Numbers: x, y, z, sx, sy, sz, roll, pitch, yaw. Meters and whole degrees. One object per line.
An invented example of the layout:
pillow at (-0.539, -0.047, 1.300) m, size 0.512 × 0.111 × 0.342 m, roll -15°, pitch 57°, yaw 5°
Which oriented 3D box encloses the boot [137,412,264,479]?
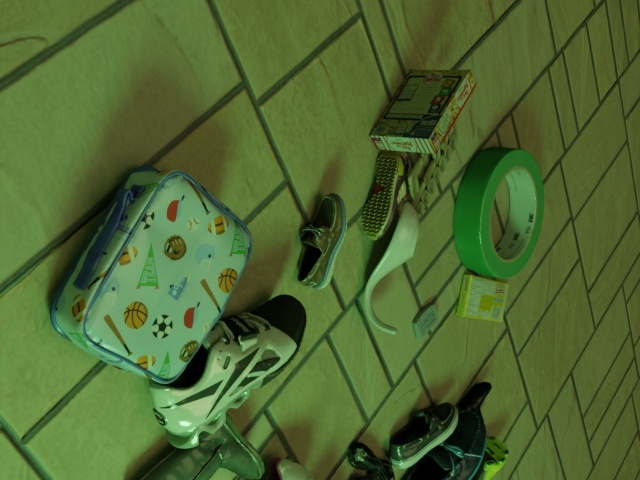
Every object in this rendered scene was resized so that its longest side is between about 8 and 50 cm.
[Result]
boot at (-0.204, 0.404, 1.387) m, size 0.189 × 0.076 × 0.208 m, roll 55°, pitch 49°, yaw -23°

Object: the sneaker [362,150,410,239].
sneaker at (0.145, -0.085, 1.692) m, size 0.084 × 0.070 × 0.185 m, roll 20°, pitch 84°, yaw -49°

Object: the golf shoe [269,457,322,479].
golf shoe at (-0.119, 0.535, 1.511) m, size 0.140 × 0.115 × 0.306 m, roll 47°, pitch 64°, yaw -14°

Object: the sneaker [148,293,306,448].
sneaker at (-0.147, 0.178, 1.367) m, size 0.330 × 0.122 × 0.146 m, roll -46°, pitch 132°, yaw -34°

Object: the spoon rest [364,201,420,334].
spoon rest at (0.146, 0.052, 1.708) m, size 0.137 × 0.084 × 0.276 m, roll 60°, pitch 42°, yaw -79°

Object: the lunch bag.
lunch bag at (-0.247, 0.043, 1.232) m, size 0.243 × 0.115 × 0.303 m, roll 42°, pitch 68°, yaw -43°

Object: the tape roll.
tape roll at (0.445, -0.068, 2.039) m, size 0.321 × 0.077 × 0.321 m, roll -14°, pitch 109°, yaw -47°

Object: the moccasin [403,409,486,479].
moccasin at (0.283, 0.532, 1.935) m, size 0.342 × 0.138 × 0.116 m, roll -54°, pitch 129°, yaw -28°

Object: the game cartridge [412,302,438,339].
game cartridge at (0.241, 0.183, 1.903) m, size 0.083 × 0.017 × 0.056 m, roll -40°, pitch 130°, yaw -37°

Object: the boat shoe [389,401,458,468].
boat shoe at (0.237, 0.431, 1.911) m, size 0.229 × 0.080 × 0.076 m, roll -30°, pitch 121°, yaw -33°

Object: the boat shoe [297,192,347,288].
boat shoe at (0.000, 0.000, 1.543) m, size 0.066 × 0.066 × 0.183 m, roll 8°, pitch 92°, yaw -48°

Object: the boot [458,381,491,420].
boot at (0.402, 0.433, 2.120) m, size 0.121 × 0.045 × 0.099 m, roll -36°, pitch 122°, yaw -30°

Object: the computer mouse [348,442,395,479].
computer mouse at (0.083, 0.582, 1.761) m, size 0.188 × 0.072 × 0.272 m, roll 47°, pitch 63°, yaw -45°

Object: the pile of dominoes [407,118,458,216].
pile of dominoes at (0.232, -0.181, 1.780) m, size 0.251 × 0.040 × 0.196 m, roll -61°, pitch 158°, yaw -23°

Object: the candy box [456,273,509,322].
candy box at (0.411, 0.147, 2.083) m, size 0.206 × 0.027 × 0.105 m, roll 14°, pitch 85°, yaw -50°

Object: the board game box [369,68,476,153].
board game box at (0.206, -0.263, 1.664) m, size 0.193 × 0.147 × 0.045 m, roll -58°, pitch 135°, yaw -23°

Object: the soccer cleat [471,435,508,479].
soccer cleat at (0.389, 0.610, 2.133) m, size 0.289 × 0.093 × 0.121 m, roll -33°, pitch 152°, yaw -46°
